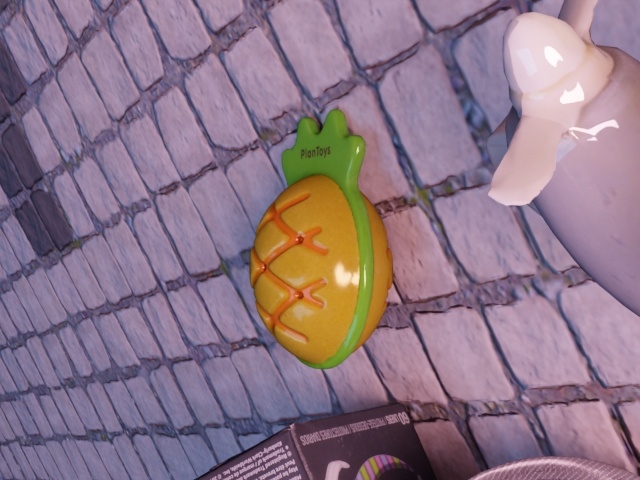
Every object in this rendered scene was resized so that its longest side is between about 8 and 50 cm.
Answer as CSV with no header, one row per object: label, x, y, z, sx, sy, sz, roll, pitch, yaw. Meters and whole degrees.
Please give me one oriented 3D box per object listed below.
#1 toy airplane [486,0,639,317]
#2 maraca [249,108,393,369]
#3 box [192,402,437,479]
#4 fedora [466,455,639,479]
toy airplane,0.224,-0.002,0.304,0.384,0.272,0.386,51,148,17
maraca,0.000,0.000,0.828,0.127,0.099,0.186,-4,85,55
box,0.024,0.277,0.855,0.143,0.165,0.270,-32,73,29
fedora,0.154,0.270,0.735,0.275,0.243,0.124,48,177,5
